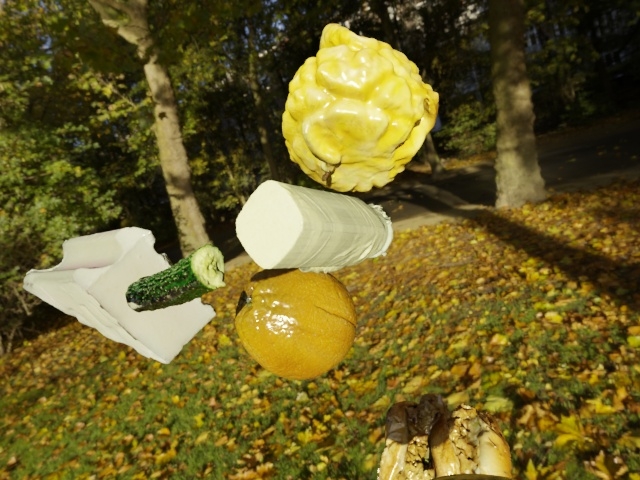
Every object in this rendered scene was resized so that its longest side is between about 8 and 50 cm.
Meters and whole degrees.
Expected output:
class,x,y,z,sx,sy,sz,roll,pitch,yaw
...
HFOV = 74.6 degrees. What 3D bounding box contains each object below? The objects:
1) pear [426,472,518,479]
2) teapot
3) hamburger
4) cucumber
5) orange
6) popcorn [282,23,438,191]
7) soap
class,x,y,z,sx,sy,sz,roll,pitch,yaw
pear,0.088,0.246,0.231,0.198,0.197,0.197,-18,9,3
teapot,0.000,0.000,0.474,0.200,0.077,0.107,2,-49,-54
hamburger,0.217,0.421,0.736,0.212,0.244,0.260,-1,23,17
cucumber,-0.187,0.057,0.536,0.187,0.058,0.058,-21,5,42
orange,-0.071,0.225,1.193,0.322,0.321,0.357,-10,-29,41
popcorn,0.073,-0.297,0.939,0.349,0.381,0.349,-1,-29,-1
soap,-0.409,0.116,0.864,0.302,0.257,0.158,-3,43,39
